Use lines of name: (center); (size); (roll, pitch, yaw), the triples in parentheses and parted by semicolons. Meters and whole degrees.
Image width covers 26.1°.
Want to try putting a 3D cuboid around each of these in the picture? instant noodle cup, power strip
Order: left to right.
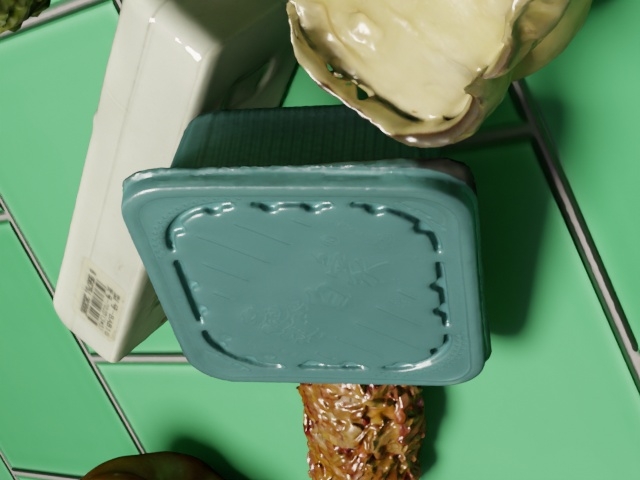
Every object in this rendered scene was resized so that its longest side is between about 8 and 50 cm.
power strip: (-0.076, -0.049, 0.730); (0.058, 0.098, 0.338); (41, 143, 13)
instant noodle cup: (0.000, 0.000, 0.654); (0.157, 0.070, 0.179); (-1, 147, 9)

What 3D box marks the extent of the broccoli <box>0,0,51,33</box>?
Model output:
broccoli: (-0.206, -0.209, 0.613); (0.235, 0.288, 0.259); (-124, 21, -85)

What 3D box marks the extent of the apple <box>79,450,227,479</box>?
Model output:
apple: (-0.110, 0.269, 0.957); (0.234, 0.234, 0.234); (28, 138, 29)

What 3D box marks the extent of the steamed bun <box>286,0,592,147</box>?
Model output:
steamed bun: (0.036, -0.148, 0.522); (0.177, 0.106, 0.192); (40, 149, 8)

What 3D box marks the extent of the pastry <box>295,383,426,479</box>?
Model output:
pastry: (0.019, 0.092, 0.780); (0.087, 0.063, 0.169); (26, 138, 34)
